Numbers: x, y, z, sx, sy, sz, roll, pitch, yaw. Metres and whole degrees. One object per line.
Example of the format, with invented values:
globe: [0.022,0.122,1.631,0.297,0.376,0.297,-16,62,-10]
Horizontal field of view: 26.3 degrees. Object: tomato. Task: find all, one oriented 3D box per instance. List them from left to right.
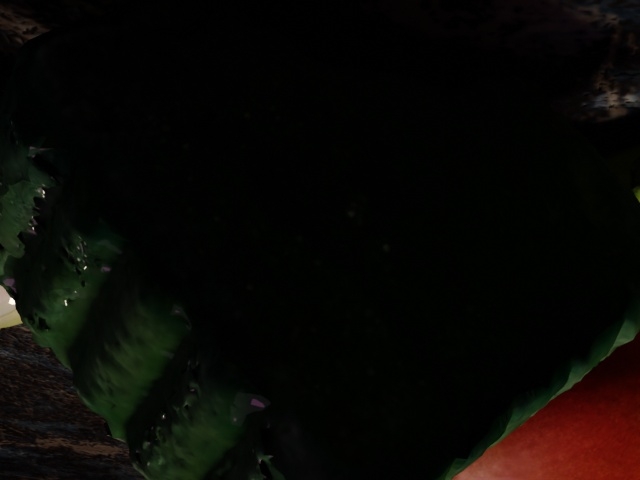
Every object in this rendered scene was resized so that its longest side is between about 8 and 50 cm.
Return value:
tomato: [0.120,0.132,0.997,0.226,0.298,0.298,-13,177,-44]

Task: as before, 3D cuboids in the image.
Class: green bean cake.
green bean cake: [0.000,0.000,0.766,0.308,0.300,0.169,-31,167,-37]

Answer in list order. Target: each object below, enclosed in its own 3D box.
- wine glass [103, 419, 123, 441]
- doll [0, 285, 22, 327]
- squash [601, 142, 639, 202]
wine glass: [-0.050,0.192,1.475,0.309,0.096,0.264,15,163,-23]
doll: [-0.198,0.000,0.902,0.141,0.117,0.296,-2,180,14]
squash: [0.208,-0.031,0.872,0.105,0.105,0.132,14,141,-23]
